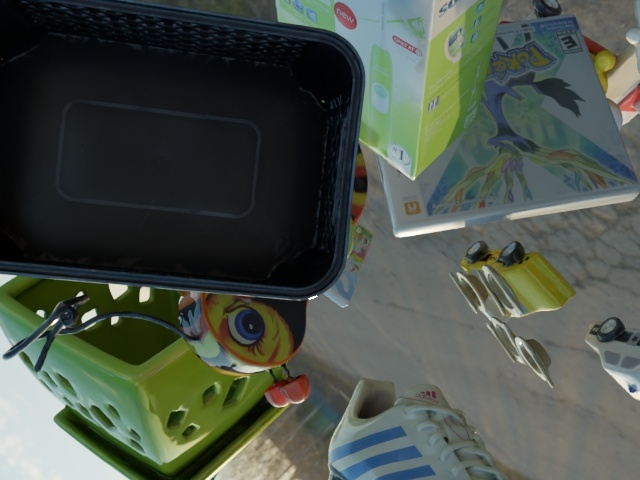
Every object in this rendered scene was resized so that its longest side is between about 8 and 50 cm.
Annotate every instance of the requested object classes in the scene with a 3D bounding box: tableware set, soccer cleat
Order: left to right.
[{"bbox_3d":[0.116,0.220,0.718,0.116,0.143,0.331,20,174,-32],"label":"soccer cleat"},{"bbox_3d":[0.202,0.089,0.825,0.141,0.020,0.169,57,174,-3],"label":"tableware set"}]

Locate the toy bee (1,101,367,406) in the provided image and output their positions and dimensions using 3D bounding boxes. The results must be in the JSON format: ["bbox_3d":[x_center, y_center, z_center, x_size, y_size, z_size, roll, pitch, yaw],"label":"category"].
[{"bbox_3d":[-0.052,0.036,0.558,0.162,0.298,0.195,50,168,-8],"label":"toy bee"}]

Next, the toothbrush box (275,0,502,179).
[{"bbox_3d":[0.064,-0.228,0.762,0.206,0.122,0.283,39,159,21],"label":"toothbrush box"}]

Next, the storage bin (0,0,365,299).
[{"bbox_3d":[-0.078,-0.042,0.356,0.180,0.122,0.084,6,180,-11],"label":"storage bin"}]

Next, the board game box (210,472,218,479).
[{"bbox_3d":[-0.230,0.415,1.425,0.030,0.259,0.136,27,-177,-28],"label":"board game box"}]

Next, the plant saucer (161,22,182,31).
[{"bbox_3d":[-0.320,-0.248,1.392,0.332,0.332,0.084,42,-179,22],"label":"plant saucer"}]

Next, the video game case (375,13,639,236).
[{"bbox_3d":[0.234,-0.168,1.026,0.036,0.329,0.299,88,172,-66],"label":"video game case"}]

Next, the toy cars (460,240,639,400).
[{"bbox_3d":[0.322,0.113,0.958,0.394,0.087,0.176,33,167,35],"label":"toy cars"}]

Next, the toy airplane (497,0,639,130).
[{"bbox_3d":[0.531,-0.279,1.413,0.386,0.385,0.272,62,-154,-46],"label":"toy airplane"}]

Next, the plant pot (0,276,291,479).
[{"bbox_3d":[-0.159,0.117,0.764,0.227,0.228,0.207,19,130,33],"label":"plant pot"}]

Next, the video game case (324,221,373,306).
[{"bbox_3d":[0.000,0.000,1.486,0.212,0.193,0.023,38,140,-19],"label":"video game case"}]
